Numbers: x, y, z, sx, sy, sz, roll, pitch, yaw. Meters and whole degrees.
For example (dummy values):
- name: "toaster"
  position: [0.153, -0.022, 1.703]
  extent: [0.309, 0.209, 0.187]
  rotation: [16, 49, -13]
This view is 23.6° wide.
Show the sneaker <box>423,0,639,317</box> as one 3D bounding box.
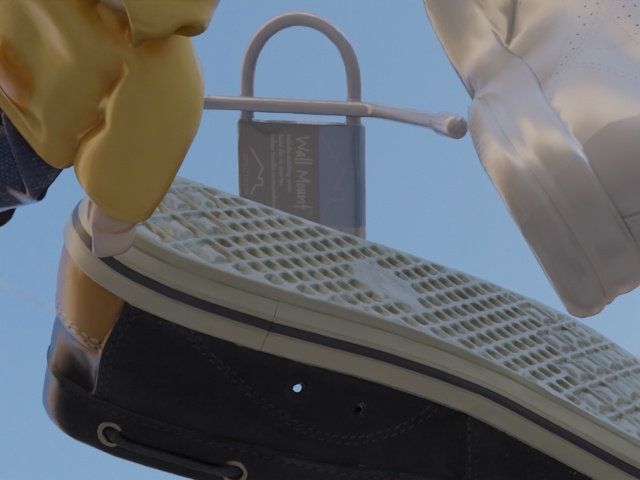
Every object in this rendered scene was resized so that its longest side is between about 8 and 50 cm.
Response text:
- name: "sneaker"
  position: [0.085, -0.064, 0.452]
  extent: [0.094, 0.212, 0.080]
  rotation: [-29, -55, 11]

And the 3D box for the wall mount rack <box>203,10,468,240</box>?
- name: "wall mount rack"
  position: [0.000, 0.000, 1.197]
  extent: [0.304, 0.130, 0.350]
  rotation: [5, -78, 31]

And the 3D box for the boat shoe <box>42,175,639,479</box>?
- name: "boat shoe"
  position: [0.066, 0.113, 0.926]
  extent: [0.500, 0.187, 0.156]
  rotation: [20, -71, -17]

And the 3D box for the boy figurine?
- name: "boy figurine"
  position: [-0.116, -0.079, 0.673]
  extent: [0.285, 0.092, 0.177]
  rotation: [-26, -92, 50]
